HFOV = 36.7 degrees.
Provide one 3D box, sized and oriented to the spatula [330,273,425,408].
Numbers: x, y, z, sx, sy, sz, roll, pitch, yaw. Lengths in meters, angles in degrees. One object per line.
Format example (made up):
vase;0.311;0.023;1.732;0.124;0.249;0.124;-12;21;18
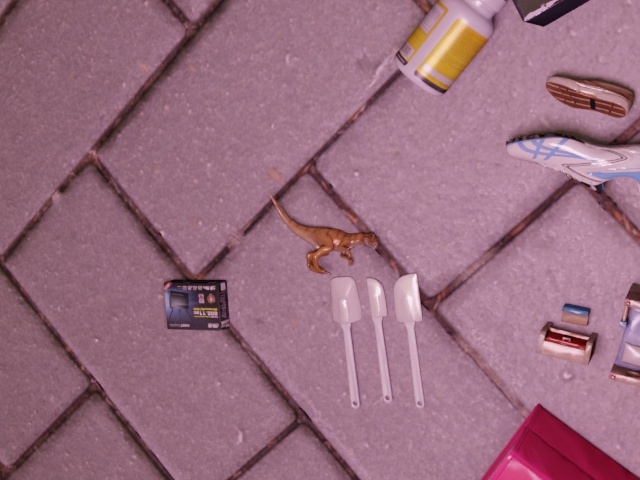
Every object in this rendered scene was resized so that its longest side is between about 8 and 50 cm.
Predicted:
spatula;0.104;0.181;1.707;0.168;0.019;0.242;-5;97;18

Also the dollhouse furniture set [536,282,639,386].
dollhouse furniture set;0.437;0.133;1.493;0.184;0.129;0.129;12;102;21

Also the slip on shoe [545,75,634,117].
slip on shoe;0.418;-0.231;1.495;0.135;0.051;0.041;21;66;27

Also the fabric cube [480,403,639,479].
fabric cube;0.356;0.460;1.508;0.258;0.259;0.254;37;109;14

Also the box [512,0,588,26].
box;0.323;-0.413;1.442;0.093;0.156;0.158;-28;87;25

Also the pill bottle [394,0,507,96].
pill bottle;0.209;-0.328;1.533;0.103;0.103;0.184;44;112;11

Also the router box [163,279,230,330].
router box;-0.235;0.122;1.827;0.122;0.038;0.092;-1;98;23

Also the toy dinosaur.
toy dinosaur;0.000;0.000;1.707;0.211;0.064;0.112;14;85;11

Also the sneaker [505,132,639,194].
sneaker;0.401;-0.120;1.494;0.237;0.085;0.086;11;99;23
